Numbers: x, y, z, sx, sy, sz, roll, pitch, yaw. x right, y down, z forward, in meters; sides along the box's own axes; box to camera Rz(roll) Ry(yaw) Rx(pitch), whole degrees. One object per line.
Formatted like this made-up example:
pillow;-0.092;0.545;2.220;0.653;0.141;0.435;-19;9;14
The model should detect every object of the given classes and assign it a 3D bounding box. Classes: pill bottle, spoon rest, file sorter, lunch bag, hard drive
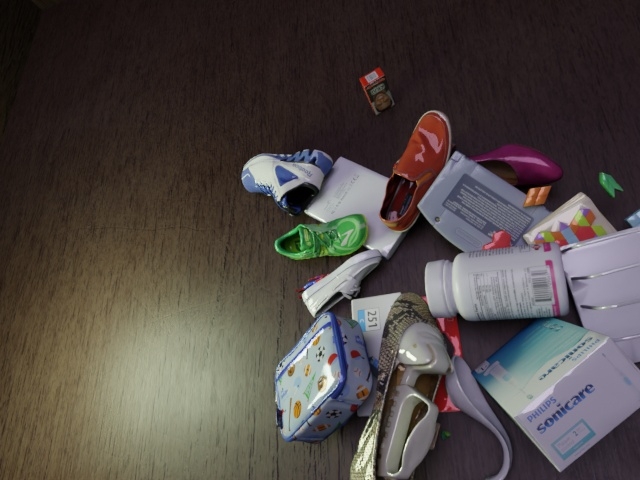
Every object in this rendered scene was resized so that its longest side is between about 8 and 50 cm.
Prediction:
pill bottle;0.391;0.098;1.048;0.283;0.160;0.160;-8;65;25
spoon rest;0.350;0.388;1.027;0.084;0.137;0.276;-24;71;25
file sorter;0.638;0.114;0.947;0.193;0.173;0.278;-17;79;15
lunch bag;-0.008;0.331;1.126;0.303;0.115;0.243;-51;33;31
hard drive;0.127;-0.104;1.382;0.318;0.040;0.210;31;83;31

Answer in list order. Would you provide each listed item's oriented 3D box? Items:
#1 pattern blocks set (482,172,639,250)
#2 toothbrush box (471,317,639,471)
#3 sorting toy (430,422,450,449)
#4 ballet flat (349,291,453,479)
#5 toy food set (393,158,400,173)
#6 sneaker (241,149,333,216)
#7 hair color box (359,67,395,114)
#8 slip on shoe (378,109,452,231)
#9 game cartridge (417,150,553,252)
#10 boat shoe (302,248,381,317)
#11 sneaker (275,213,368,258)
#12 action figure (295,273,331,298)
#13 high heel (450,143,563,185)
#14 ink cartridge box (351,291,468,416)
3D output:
pattern blocks set;0.579;-0.004;1.082;0.285;0.026;0.325;44;100;9
toothbrush box;0.450;0.275;0.916;0.216;0.295;0.126;-41;85;1
sorting toy;0.260;0.456;1.094;0.083;0.012;0.062;11;68;31
ballet flat;0.196;0.333;1.001;0.164;0.182;0.483;25;68;-13
toy food set;0.256;-0.215;1.387;0.083;0.020;0.082;-17;62;15
sneaker;-0.123;-0.169;1.439;0.315;0.127;0.182;-4;58;31
hair color box;0.179;-0.464;1.459;0.072;0.141;0.043;-29;60;10
slip on shoe;0.245;-0.178;1.215;0.123;0.101;0.331;30;104;32
game cartridge;0.404;-0.061;1.161;0.297;0.062;0.198;36;103;8
boat shoe;0.071;0.123;1.287;0.258;0.095;0.084;-37;62;17
sneaker;0.000;0.000;1.321;0.295;0.123;0.109;-17;82;28
action figure;-0.018;0.128;1.352;0.115;0.030;0.038;-30;54;6
high heel;0.416;-0.158;1.225;0.377;0.127;0.181;16;61;43
ink cartridge box;0.215;0.278;1.162;0.261;0.066;0.296;-11;64;20
